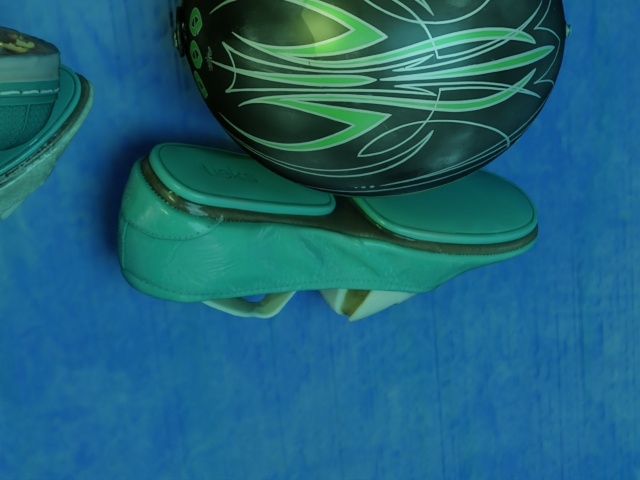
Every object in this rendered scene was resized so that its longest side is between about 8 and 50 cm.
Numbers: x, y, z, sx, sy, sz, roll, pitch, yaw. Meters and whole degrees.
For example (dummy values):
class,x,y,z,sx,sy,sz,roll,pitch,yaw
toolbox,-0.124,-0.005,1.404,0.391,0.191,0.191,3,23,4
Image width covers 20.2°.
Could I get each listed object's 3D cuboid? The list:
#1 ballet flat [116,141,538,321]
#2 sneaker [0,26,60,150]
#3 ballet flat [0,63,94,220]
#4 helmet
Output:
class,x,y,z,sx,sy,sz,roll,pitch,yaw
ballet flat,0.000,0.000,0.933,0.247,0.083,0.087,3,129,-35
sneaker,-0.251,-0.018,0.733,0.302,0.108,0.121,-12,114,-22
ballet flat,-0.172,-0.019,0.824,0.168,0.057,0.052,-38,152,-13
helmet,0.027,-0.097,0.851,0.169,0.161,0.169,-12,114,-30
